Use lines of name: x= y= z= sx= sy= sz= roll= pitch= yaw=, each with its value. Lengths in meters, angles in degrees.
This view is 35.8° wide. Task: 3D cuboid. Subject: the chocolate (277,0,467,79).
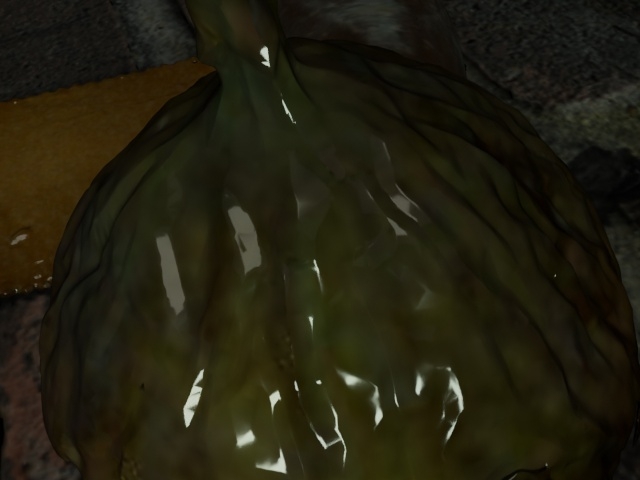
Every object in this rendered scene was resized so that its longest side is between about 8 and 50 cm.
chocolate: x=0.034 y=-0.129 z=0.732 sx=0.161 sy=0.083 sz=0.261 roll=-11 pitch=44 yaw=0

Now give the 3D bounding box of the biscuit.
biscuit: x=-0.167 y=-0.053 z=0.734 sx=0.232 sy=0.013 sz=0.237 roll=-14 pitch=43 yaw=-6

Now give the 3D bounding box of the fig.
fig: x=0.000 y=0.000 z=0.409 sx=0.286 sy=0.369 sz=0.286 roll=-5 pitch=54 yaw=6
